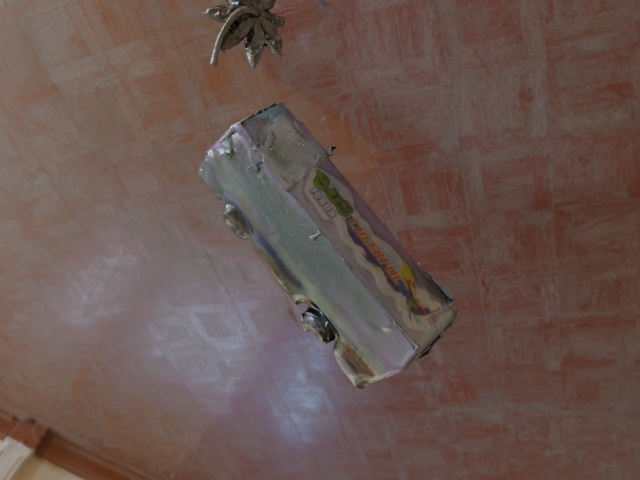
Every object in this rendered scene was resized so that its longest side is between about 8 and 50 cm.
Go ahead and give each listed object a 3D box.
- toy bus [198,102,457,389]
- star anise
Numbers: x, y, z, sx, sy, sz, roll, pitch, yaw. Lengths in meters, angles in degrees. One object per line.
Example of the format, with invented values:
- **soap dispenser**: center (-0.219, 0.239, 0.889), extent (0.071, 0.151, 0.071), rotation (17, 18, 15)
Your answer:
- **toy bus**: center (0.000, 0.000, 0.523), extent (0.317, 0.112, 0.138), rotation (50, 146, 4)
- **star anise**: center (-0.168, -0.497, 1.091), extent (0.081, 0.262, 0.230), rotation (4, 146, 46)
